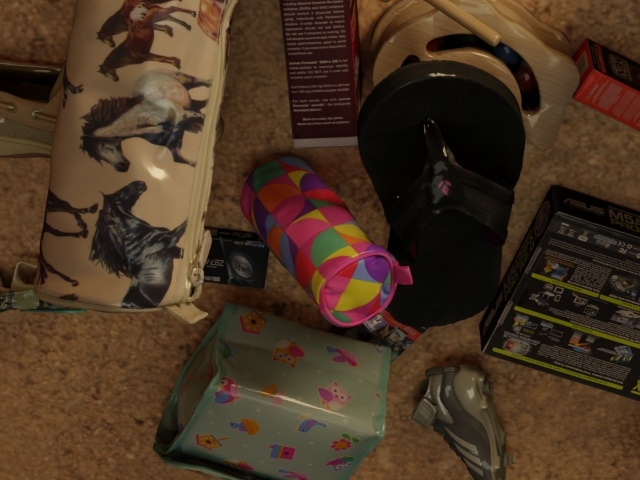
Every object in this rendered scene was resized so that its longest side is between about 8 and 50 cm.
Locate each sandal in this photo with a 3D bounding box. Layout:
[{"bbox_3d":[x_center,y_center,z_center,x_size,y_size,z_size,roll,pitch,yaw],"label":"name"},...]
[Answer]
[{"bbox_3d":[0.138,-0.021,1.652,0.168,0.107,0.445,-12,145,0],"label":"sandal"}]

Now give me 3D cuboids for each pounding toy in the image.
[{"bbox_3d":[0.137,-0.172,1.603,0.269,0.155,0.154,31,117,-18],"label":"pounding toy"}]

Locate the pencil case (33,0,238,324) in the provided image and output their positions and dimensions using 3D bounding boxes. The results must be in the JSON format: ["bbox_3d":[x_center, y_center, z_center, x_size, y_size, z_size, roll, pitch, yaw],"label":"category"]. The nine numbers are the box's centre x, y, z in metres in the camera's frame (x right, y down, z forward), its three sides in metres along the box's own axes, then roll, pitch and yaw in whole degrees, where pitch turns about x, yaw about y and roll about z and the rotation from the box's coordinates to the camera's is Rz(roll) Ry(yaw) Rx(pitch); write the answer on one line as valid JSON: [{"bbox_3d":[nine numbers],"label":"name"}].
[{"bbox_3d":[-0.163,-0.127,1.557,0.183,0.160,0.410,12,97,12],"label":"pencil case"}]

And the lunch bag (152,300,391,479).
[{"bbox_3d":[-0.065,0.217,1.889,0.223,0.160,0.262,18,138,-14],"label":"lunch bag"}]

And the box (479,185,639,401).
[{"bbox_3d":[0.346,0.073,1.821,0.270,0.060,0.216,17,125,-8],"label":"box"}]

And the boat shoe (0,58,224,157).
[{"bbox_3d":[-0.253,-0.144,1.678,0.302,0.109,0.098,5,126,7],"label":"boat shoe"}]

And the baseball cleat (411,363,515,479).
[{"bbox_3d":[0.172,0.232,1.947,0.109,0.072,0.206,-1,121,21],"label":"baseball cleat"}]

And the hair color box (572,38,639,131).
[{"bbox_3d":[0.330,-0.151,1.659,0.141,0.072,0.043,24,123,-14],"label":"hair color box"}]

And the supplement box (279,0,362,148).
[{"bbox_3d":[0.000,-0.226,1.589,0.073,0.130,0.239,-3,126,5],"label":"supplement box"}]

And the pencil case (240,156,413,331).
[{"bbox_3d":[0.000,0.000,1.687,0.104,0.236,0.104,-15,126,-21],"label":"pencil case"}]

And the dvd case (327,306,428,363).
[{"bbox_3d":[0.065,0.109,1.890,0.087,0.013,0.119,33,119,-18],"label":"dvd case"}]

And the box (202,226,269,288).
[{"bbox_3d":[-0.102,0.020,1.833,0.083,0.018,0.067,7,124,-2],"label":"box"}]

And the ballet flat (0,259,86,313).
[{"bbox_3d":[-0.362,0.055,1.855,0.188,0.070,0.070,-4,125,4],"label":"ballet flat"}]
